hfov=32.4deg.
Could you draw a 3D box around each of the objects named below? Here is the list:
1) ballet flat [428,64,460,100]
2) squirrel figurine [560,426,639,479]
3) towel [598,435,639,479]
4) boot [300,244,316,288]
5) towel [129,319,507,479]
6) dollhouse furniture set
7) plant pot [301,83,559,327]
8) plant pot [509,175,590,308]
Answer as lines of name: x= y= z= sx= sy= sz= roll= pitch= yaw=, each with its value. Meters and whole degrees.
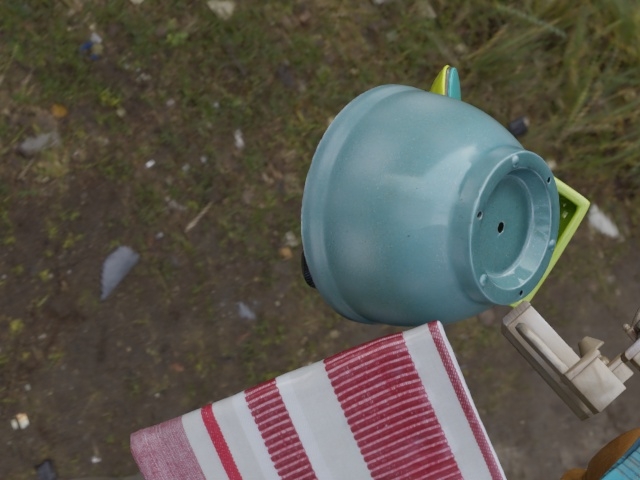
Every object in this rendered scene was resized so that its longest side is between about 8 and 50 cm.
ballet flat: x=0.177 y=-0.149 z=1.648 sx=0.077 sy=0.077 sz=0.231 roll=-60 pitch=143 yaw=-52
squirrel figurine: x=0.415 y=0.422 z=1.283 sx=0.397 sy=0.281 sz=0.370 roll=-37 pitch=91 yaw=-16
towel: x=0.414 y=0.237 z=0.956 sx=0.271 sy=0.370 sz=0.040 roll=-41 pitch=118 yaw=-12
boot: x=0.000 y=0.000 z=1.593 sx=0.198 sy=0.077 sz=0.137 roll=56 pitch=11 yaw=-63
towel: x=0.006 y=0.237 z=1.069 sx=0.037 sy=0.329 sz=0.237 roll=-57 pitch=125 yaw=-78
dollhouse furniture set: x=0.433 y=0.061 z=1.501 sx=0.355 sy=0.303 sz=0.174 roll=-42 pitch=77 yaw=-1
plant pot: x=0.150 y=-0.027 z=1.273 sx=0.293 sy=0.196 sz=0.293 roll=-13 pitch=109 yaw=-44
plant pot: x=0.297 y=-0.044 z=1.931 sx=0.227 sy=0.207 sz=0.228 roll=31 pitch=98 yaw=-10
